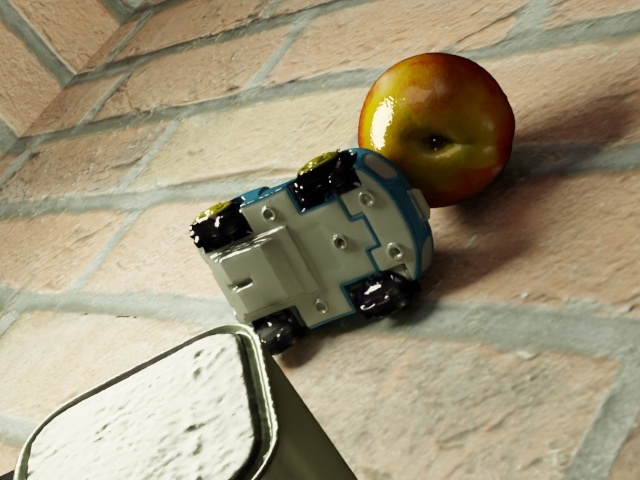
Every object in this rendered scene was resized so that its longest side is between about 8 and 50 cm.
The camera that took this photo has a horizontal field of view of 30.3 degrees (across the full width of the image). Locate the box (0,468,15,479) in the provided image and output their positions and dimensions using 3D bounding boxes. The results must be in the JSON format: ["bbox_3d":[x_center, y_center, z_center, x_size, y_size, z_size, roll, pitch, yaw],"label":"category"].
[{"bbox_3d":[-0.391,0.361,1.471,0.237,0.070,0.152,-26,30,25],"label":"box"}]

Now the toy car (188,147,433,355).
[{"bbox_3d":[0.000,0.000,1.393,0.314,0.198,0.166,-24,13,31],"label":"toy car"}]

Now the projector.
[{"bbox_3d":[-0.095,0.257,1.012,0.248,0.249,0.248,-29,28,5],"label":"projector"}]

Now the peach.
[{"bbox_3d":[0.137,-0.132,1.411,0.190,0.190,0.192,-34,16,14],"label":"peach"}]
